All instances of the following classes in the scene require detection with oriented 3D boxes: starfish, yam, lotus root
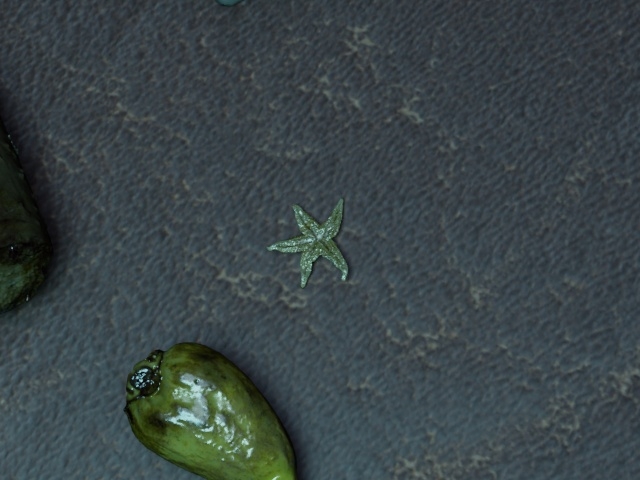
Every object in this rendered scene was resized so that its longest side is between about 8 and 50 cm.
[{"bbox_3d":[0.000,0.000,1.476,0.086,0.016,0.092,-41,68,-6],"label":"starfish"},{"bbox_3d":[-0.339,-0.072,1.458,0.131,0.131,0.280,-27,64,-3],"label":"yam"},{"bbox_3d":[-0.085,0.171,1.394,0.190,0.094,0.108,38,112,6],"label":"lotus root"}]

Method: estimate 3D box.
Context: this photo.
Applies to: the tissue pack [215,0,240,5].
[{"bbox_3d":[-0.033,-0.364,1.534,0.246,0.136,0.159,-29,72,-4],"label":"tissue pack"}]
